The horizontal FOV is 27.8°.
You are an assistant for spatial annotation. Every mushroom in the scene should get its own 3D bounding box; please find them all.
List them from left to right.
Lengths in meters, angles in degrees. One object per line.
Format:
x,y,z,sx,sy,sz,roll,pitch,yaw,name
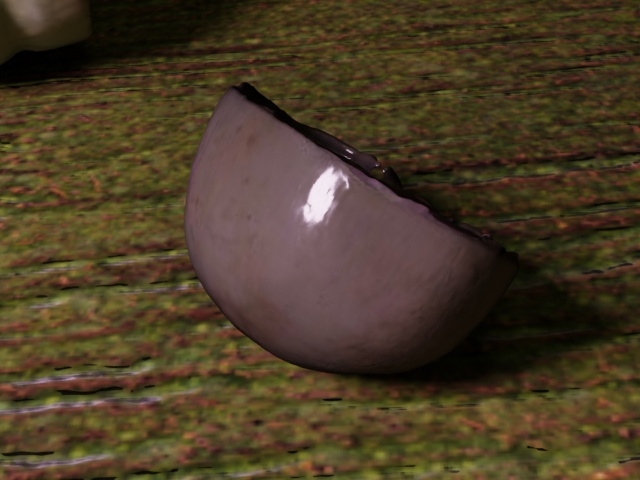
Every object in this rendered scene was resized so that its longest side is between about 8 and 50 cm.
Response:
0.000,0.000,0.629,0.117,0.141,0.188,-48,40,2,mushroom

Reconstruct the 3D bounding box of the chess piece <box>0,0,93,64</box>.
-0.390,-0.174,0.829,0.442,0.234,0.234,-19,40,-11,chess piece
